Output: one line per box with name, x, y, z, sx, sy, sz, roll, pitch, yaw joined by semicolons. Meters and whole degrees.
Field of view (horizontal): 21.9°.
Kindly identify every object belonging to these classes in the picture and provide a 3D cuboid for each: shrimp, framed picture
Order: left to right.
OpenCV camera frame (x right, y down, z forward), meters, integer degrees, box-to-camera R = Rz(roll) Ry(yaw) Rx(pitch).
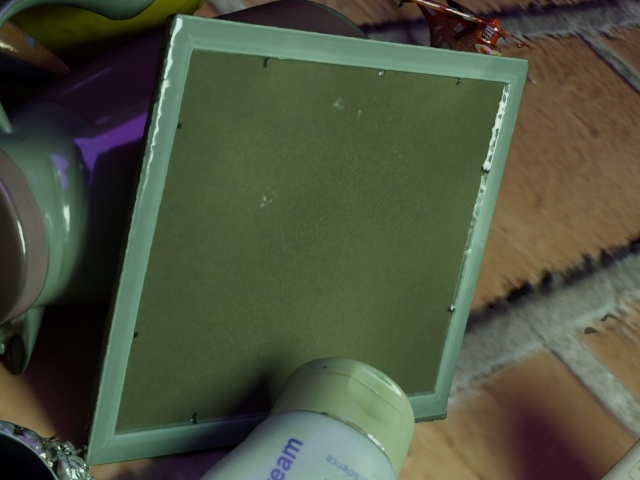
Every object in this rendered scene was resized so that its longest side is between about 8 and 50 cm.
shrimp;-0.110;0.105;0.720;0.092;0.029;0.038;41;20;-5
framed picture;0.000;0.000;0.831;0.017;0.217;0.274;23;13;40

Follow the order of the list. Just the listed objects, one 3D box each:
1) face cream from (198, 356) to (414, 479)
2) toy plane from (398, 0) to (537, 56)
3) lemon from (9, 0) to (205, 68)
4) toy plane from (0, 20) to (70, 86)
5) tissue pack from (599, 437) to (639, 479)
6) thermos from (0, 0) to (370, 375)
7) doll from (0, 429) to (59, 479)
face cream;-0.015;0.147;0.736;0.114;0.070;0.224;34;37;-5
toy plane;0.093;-0.165;1.300;0.126;0.077;0.194;5;34;-50
lemon;-0.157;-0.193;0.922;0.260;0.204;0.204;10;38;-35
toy plane;-0.265;-0.118;0.785;0.316;0.103;0.204;29;-2;-34
tissue pack;0.214;0.143;0.895;0.106;0.148;0.099;48;30;18
thermos;-0.091;-0.046;0.833;0.265;0.146;0.176;-19;101;-49
doll;-0.174;0.106;0.566;0.181;0.107;0.110;13;58;-27
